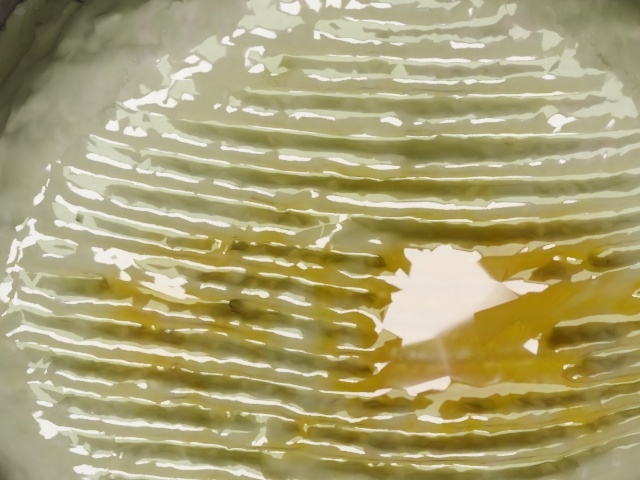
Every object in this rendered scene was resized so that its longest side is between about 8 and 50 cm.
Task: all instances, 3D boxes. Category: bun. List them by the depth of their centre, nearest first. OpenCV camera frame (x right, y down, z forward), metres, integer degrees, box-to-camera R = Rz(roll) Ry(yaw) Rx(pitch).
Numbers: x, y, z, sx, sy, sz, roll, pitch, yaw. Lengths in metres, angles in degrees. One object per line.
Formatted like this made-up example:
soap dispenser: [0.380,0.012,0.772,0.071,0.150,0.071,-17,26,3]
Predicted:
bun: [0.000,0.000,0.580,0.244,0.153,0.243,-2,109,-6]
